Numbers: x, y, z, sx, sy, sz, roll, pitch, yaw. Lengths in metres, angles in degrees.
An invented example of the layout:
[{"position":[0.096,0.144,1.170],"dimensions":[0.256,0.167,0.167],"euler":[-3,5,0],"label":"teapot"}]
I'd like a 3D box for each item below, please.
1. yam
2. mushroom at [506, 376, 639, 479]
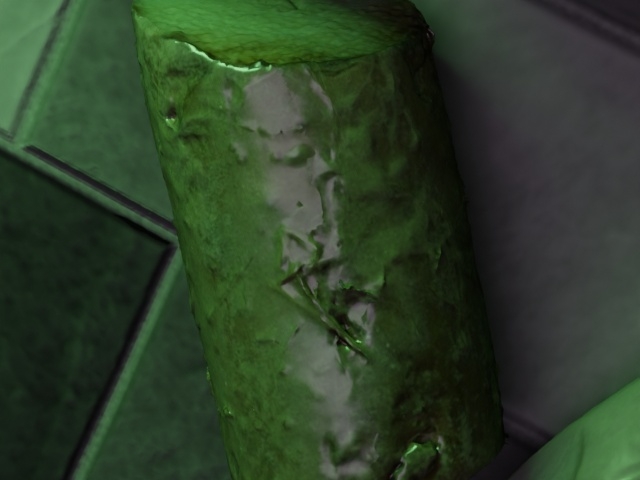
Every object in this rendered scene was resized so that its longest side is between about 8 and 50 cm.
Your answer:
[{"position":[0.000,0.000,1.060],"dimensions":[0.168,0.168,0.304],"euler":[-8,100,20],"label":"yam"},{"position":[0.212,0.111,1.051],"dimensions":[0.351,0.097,0.109],"euler":[-37,89,19],"label":"mushroom"}]
